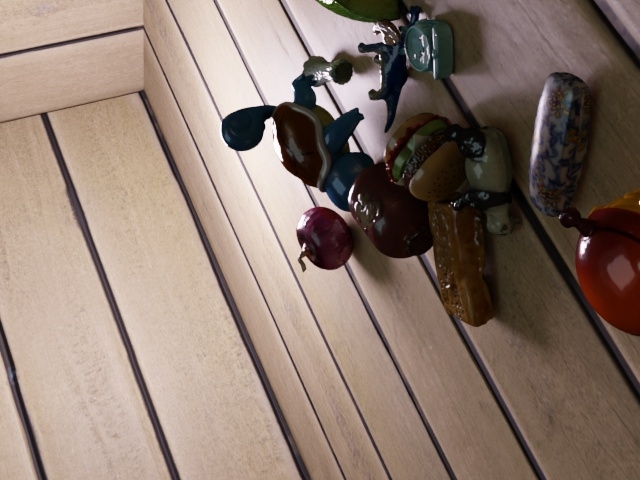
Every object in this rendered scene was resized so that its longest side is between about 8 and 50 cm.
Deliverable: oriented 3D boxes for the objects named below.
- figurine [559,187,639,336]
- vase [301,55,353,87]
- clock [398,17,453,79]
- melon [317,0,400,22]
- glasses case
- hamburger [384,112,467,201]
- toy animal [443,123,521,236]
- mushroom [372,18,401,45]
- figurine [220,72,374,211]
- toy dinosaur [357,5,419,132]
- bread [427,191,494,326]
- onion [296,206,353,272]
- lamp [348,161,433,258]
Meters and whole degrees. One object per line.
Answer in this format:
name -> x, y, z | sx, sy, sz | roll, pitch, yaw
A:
figurine -> 0.465, 0.066, 1.273 | 0.323, 0.196, 0.320 | 62, 166, 1
vase -> 0.022, -0.408, 2.283 | 0.148, 0.081, 0.081 | 19, 123, 62
clock -> 0.202, -0.378, 1.844 | 0.147, 0.045, 0.108 | 36, 136, 53
melon -> 0.043, -0.556, 2.044 | 0.124, 0.196, 0.323 | -62, 26, 13
glasses case -> 0.382, -0.150, 1.519 | 0.087, 0.065, 0.248 | 48, 148, 46
hamburger -> 0.219, -0.153, 1.839 | 0.137, 0.175, 0.175 | 48, 150, 28
toy animal -> 0.306, -0.109, 1.737 | 0.121, 0.094, 0.225 | 17, 121, 57
mushroom -> 0.133, -0.419, 1.904 | 0.101, 0.019, 0.049 | 41, 142, 54
figurine -> -0.020, -0.246, 2.284 | 0.416, 0.243, 0.298 | 29, 146, 7
toy dinosaur -> 0.164, -0.350, 1.961 | 0.188, 0.075, 0.248 | 6, 106, 58
bread -> 0.290, 0.037, 1.906 | 0.139, 0.077, 0.271 | 24, 129, 61
onion -> 0.008, -0.005, 2.538 | 0.177, 0.153, 0.177 | 177, 90, -73
lamp -> 0.162, -0.074, 2.033 | 0.180, 0.180, 0.258 | 92, 154, -42
